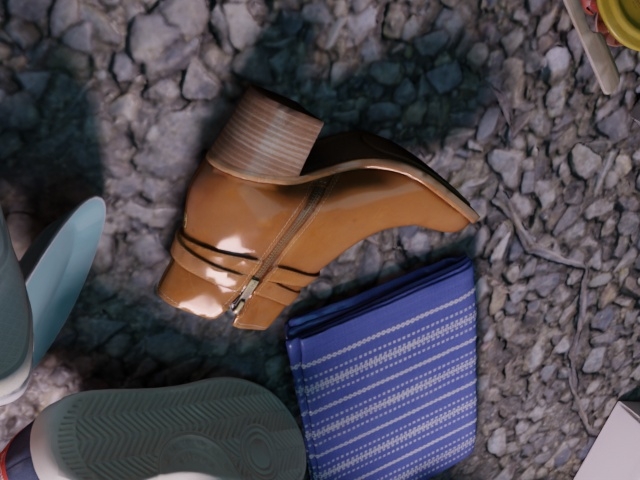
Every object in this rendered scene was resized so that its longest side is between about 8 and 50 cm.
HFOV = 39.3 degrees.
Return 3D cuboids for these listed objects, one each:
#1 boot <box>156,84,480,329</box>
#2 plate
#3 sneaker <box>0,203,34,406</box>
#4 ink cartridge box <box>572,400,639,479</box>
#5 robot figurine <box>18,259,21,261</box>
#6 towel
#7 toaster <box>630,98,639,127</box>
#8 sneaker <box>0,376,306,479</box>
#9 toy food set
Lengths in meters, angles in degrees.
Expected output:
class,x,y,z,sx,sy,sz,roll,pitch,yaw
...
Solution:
class,x,y,z,sx,sy,sz,roll,pitch,yaw
boot,0.000,0.000,0.862,0.284,0.109,0.220,18,107,-33
plate,-0.231,0.043,0.739,0.024,0.188,0.188,25,107,-1
sneaker,-0.260,-0.029,0.591,0.110,0.292,0.118,-15,167,-32
ink cartridge box,0.535,0.355,1.333,0.233,0.168,0.171,8,113,-32
robot figurine,-0.340,0.029,0.680,0.220,0.128,0.158,13,77,-34
towel,0.082,0.185,1.075,0.243,0.040,0.335,-21,128,-19
toaster,0.476,-0.146,1.040,0.168,0.110,0.186,-50,129,7
sneaker,-0.166,0.219,0.912,0.148,0.131,0.350,-31,149,32
toy food set,0.331,-0.261,0.925,0.218,0.071,0.128,-38,105,-6
